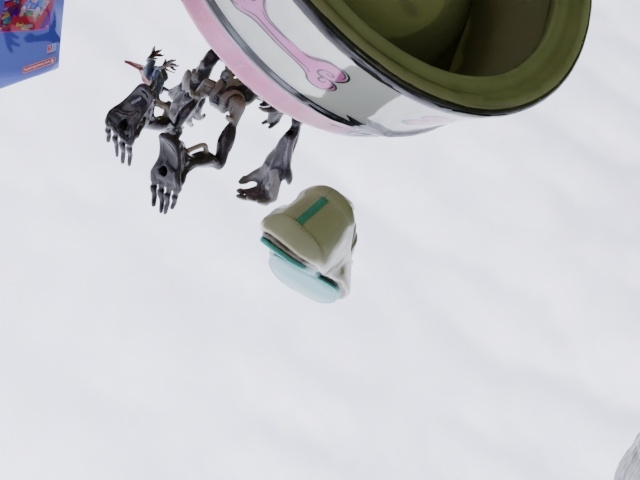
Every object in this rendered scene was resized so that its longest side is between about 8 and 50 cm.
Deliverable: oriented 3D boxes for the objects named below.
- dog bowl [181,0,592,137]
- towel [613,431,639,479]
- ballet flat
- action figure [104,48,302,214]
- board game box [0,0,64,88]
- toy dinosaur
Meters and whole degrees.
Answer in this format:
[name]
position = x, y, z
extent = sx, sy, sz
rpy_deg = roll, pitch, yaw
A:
[dog bowl]
position = 0.036, -0.267, 1.287
extent = 0.408, 0.150, 0.408
rpy_deg = 18, -119, -35
[towel]
position = 0.305, 0.226, 1.361
extent = 0.056, 0.312, 0.324
rpy_deg = 27, -175, 3
[ballet flat]
position = 0.000, 0.000, 1.324
extent = 0.086, 0.248, 0.086
rpy_deg = 0, -98, 0
[action figure]
position = -0.095, -0.126, 1.601
extent = 0.164, 0.141, 0.276
rpy_deg = 43, -137, 19
[board game box]
position = -0.387, -0.239, 1.475
extent = 0.078, 0.233, 0.347
rpy_deg = 28, -147, 26
[toy dinosaur]
position = -0.177, -0.168, 1.683
extent = 0.047, 0.090, 0.082
rpy_deg = 47, -139, -35
